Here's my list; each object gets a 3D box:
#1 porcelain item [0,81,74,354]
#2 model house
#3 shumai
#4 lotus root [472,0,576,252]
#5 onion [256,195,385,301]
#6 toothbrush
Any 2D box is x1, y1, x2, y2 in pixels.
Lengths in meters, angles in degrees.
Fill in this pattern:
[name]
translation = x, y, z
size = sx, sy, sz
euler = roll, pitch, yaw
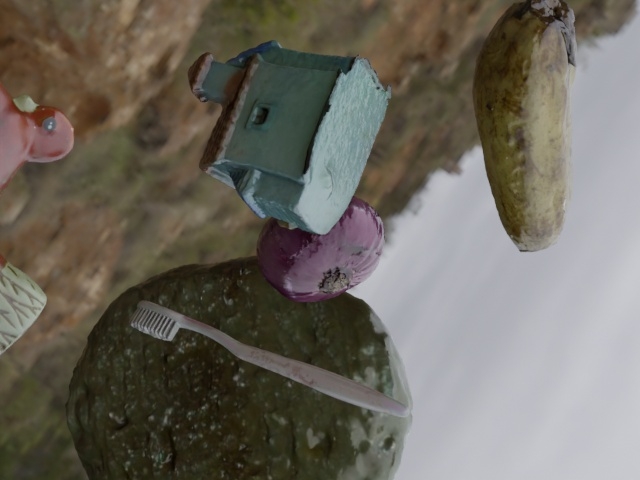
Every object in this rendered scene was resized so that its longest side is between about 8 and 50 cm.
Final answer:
[porcelain item]
translation = -0.256, -0.032, 0.832
size = 0.253, 0.253, 0.253
euler = -55, -178, 3
[model house]
translation = -0.042, -0.094, 1.166
size = 0.148, 0.148, 0.119
euler = -67, 158, -9
[shumai]
translation = -0.051, 0.201, 1.600
size = 0.323, 0.397, 0.324
euler = 26, 66, -63
[lotus root]
translation = 0.193, -0.105, 1.344
size = 0.110, 0.097, 0.258
euler = -59, 147, -63
[onion]
translation = 0.000, 0.000, 1.241
size = 0.115, 0.115, 0.104
euler = -54, -145, 33
[toothbrush]
translation = -0.054, 0.113, 1.326
size = 0.029, 0.307, 0.025
euler = -60, 150, -22
